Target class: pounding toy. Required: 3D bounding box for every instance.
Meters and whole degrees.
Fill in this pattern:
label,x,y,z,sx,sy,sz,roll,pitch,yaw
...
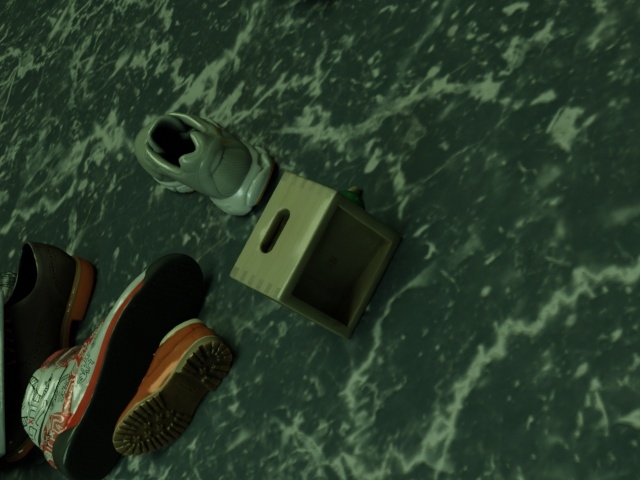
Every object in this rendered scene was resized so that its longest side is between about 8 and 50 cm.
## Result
label,x,y,z,sx,sy,sz,roll,pitch,yaw
pounding toy,0.000,0.000,1.199,0.100,0.130,0.141,24,84,43

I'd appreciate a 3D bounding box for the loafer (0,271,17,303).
label,x,y,z,sx,sy,sz,roll,pitch,yaw
loafer,-0.454,0.088,1.732,0.170,0.062,0.061,-18,57,45

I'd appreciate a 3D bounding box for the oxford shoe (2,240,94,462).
label,x,y,z,sx,sy,sz,roll,pitch,yaw
oxford shoe,-0.357,0.130,1.547,0.097,0.098,0.271,-19,51,41

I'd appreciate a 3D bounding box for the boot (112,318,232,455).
label,x,y,z,sx,sy,sz,roll,pitch,yaw
boot,-0.161,0.151,1.335,0.158,0.059,0.084,-47,33,2

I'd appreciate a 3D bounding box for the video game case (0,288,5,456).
label,x,y,z,sx,sy,sz,roll,pitch,yaw
video game case,-0.412,0.177,1.544,0.212,0.023,0.193,145,124,-59

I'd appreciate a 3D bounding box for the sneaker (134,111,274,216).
label,x,y,z,sx,sy,sz,roll,pitch,yaw
sneaker,-0.160,-0.112,1.466,0.262,0.121,0.099,20,80,54

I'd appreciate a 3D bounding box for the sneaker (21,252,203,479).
label,x,y,z,sx,sy,sz,roll,pitch,yaw
sneaker,-0.239,0.121,1.417,0.145,0.090,0.270,23,86,52
